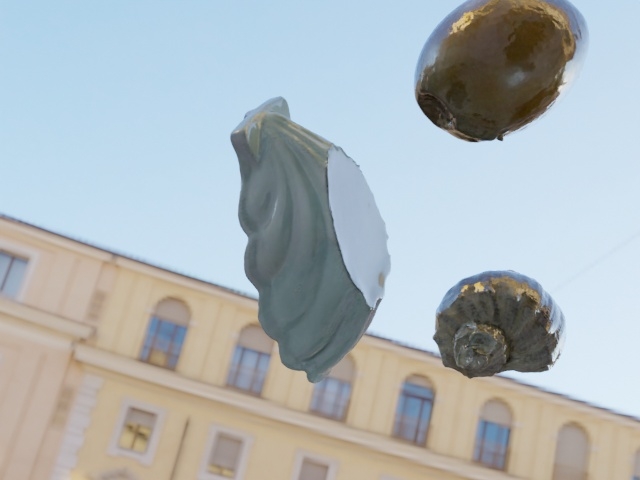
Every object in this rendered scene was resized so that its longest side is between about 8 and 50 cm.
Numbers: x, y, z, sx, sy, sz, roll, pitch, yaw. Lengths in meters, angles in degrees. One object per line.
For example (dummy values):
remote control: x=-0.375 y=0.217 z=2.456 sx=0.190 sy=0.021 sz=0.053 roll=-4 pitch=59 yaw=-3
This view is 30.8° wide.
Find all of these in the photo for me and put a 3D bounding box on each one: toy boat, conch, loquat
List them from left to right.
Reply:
toy boat: x=0.000 y=0.000 z=1.164 sx=0.100 sy=0.199 sz=0.290 roll=-10 pitch=-67 yaw=26
conch: x=0.310 y=0.122 z=1.992 sx=0.210 sy=0.291 sz=0.159 roll=8 pitch=-48 yaw=24
loquat: x=0.218 y=-0.213 z=1.382 sx=0.179 sy=0.227 sz=0.179 roll=47 pitch=-18 yaw=20
